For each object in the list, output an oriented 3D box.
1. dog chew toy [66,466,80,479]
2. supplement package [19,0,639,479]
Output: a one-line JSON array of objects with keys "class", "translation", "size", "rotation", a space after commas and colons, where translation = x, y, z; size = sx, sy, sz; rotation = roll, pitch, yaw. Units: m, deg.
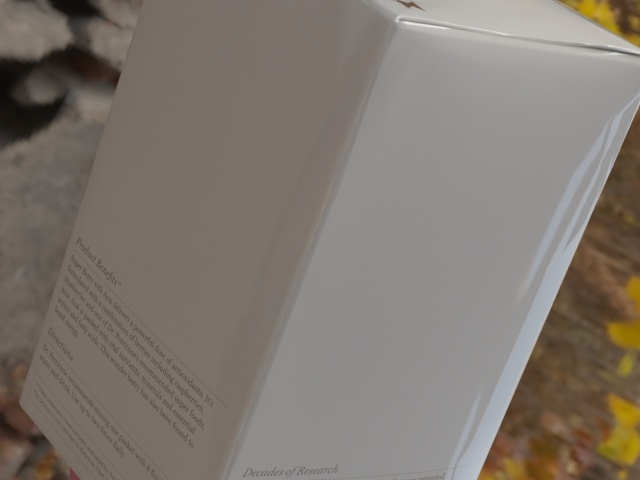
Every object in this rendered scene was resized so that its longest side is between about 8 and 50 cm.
[{"class": "dog chew toy", "translation": [-0.124, 0.226, 1.245], "size": [0.331, 0.207, 0.206], "rotation": [-63, 159, -12]}, {"class": "supplement package", "translation": [0.000, 0.000, 0.831], "size": [0.175, 0.177, 0.293], "rotation": [2, 117, -40]}]
